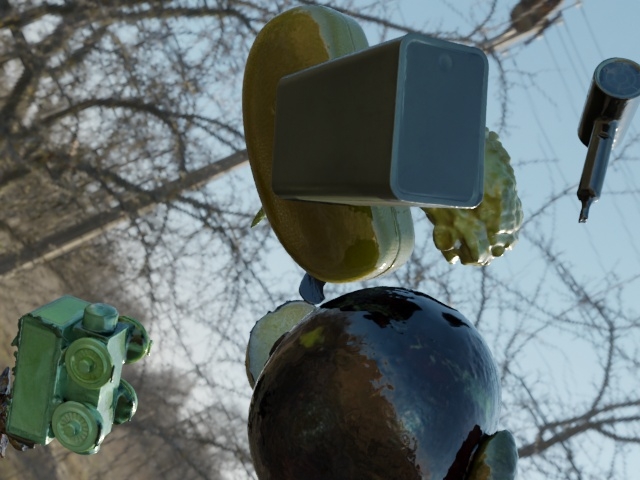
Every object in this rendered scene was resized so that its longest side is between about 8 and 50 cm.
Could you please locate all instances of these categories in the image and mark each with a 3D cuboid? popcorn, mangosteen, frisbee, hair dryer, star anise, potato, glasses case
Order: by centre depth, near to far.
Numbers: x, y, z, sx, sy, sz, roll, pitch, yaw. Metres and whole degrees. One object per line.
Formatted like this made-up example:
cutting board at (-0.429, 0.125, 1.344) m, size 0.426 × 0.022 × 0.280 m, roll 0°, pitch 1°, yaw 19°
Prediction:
mangosteen at (0.068, 0.188, 0.861) m, size 0.288 × 0.288 × 0.288 m, roll 55°, pitch -18°, yaw 28°
glasses case at (-0.004, -0.122, 1.146) m, size 0.173 × 0.141 × 0.371 m, roll -17°, pitch -96°, yaw 34°
hair dryer at (0.410, -0.119, 1.289) m, size 0.078 × 0.248 × 0.196 m, roll 17°, pitch -25°, yaw 14°
popcorn at (0.249, -0.097, 1.493) m, size 0.225 × 0.173 × 0.286 m, roll -16°, pitch 86°, yaw -81°
frisbee at (0.000, 0.000, 1.578) m, size 0.187 × 0.211 × 0.012 m, roll 55°, pitch -36°, yaw 3°
potato at (-0.074, 0.218, 1.586) m, size 0.117 × 0.182 × 0.202 m, roll -27°, pitch -118°, yaw 57°
star anise at (-0.610, 0.316, 1.689) m, size 0.177 × 0.234 × 0.073 m, roll 37°, pitch -13°, yaw -3°

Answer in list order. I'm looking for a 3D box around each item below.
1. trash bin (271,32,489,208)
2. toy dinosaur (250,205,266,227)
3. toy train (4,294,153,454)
trash bin at (0.054, -0.120, 0.939) m, size 0.240 × 0.122 × 0.164 m, roll 4°, pitch -90°, yaw 56°
toy dinosaur at (-0.103, -0.126, 2.227) m, size 0.094 × 0.259 × 0.153 m, roll 38°, pitch 8°, yaw -9°
toy train at (-0.405, 0.223, 1.429) m, size 0.159 × 0.188 × 0.272 m, roll -39°, pitch 144°, yaw -69°
